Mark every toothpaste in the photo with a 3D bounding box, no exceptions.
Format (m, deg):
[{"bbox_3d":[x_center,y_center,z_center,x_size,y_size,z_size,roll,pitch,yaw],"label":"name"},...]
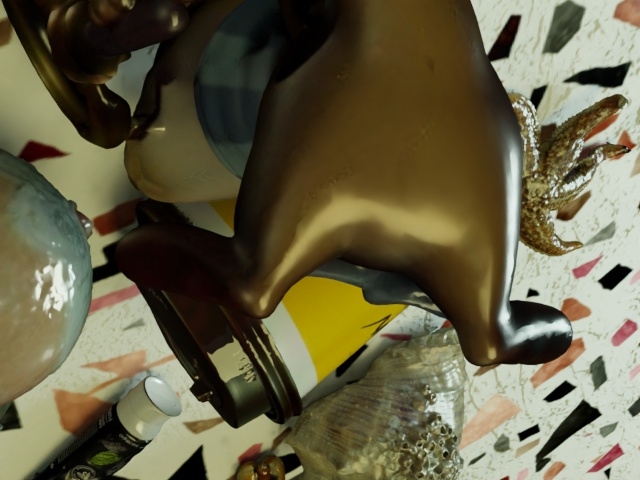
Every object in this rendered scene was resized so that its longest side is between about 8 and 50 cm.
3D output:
[{"bbox_3d":[-0.201,0.195,1.007,0.193,0.045,0.071,-42,140,17],"label":"toothpaste"}]

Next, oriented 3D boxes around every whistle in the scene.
[{"bbox_3d":[-0.240,0.058,0.759,0.189,0.189,0.348,-13,148,-23],"label":"whistle"}]

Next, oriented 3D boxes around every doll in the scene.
[{"bbox_3d":[-0.023,-0.067,0.623,0.209,0.340,0.318,-44,113,2],"label":"doll"}]

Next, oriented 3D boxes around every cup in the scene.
[{"bbox_3d":[0.000,0.000,0.848,0.280,0.196,0.196,-34,141,-13],"label":"cup"}]

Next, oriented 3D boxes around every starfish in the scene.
[{"bbox_3d":[0.187,-0.047,1.019,0.238,0.057,0.213,-25,132,-13],"label":"starfish"}]

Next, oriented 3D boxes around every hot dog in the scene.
[{"bbox_3d":[-0.059,0.271,1.175,0.056,0.041,0.133,-15,136,-21],"label":"hot dog"}]

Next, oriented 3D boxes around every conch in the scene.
[{"bbox_3d":[0.076,0.184,1.137,0.245,0.163,0.178,-52,173,-5],"label":"conch"}]
